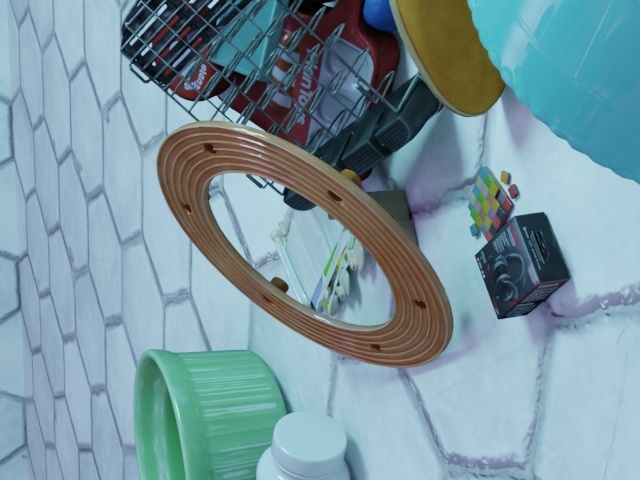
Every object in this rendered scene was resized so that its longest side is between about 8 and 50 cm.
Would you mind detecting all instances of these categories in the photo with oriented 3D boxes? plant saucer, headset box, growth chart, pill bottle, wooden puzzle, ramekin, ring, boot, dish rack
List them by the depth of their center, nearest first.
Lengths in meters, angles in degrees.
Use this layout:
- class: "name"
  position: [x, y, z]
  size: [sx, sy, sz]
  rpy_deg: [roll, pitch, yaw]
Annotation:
- class: "boot"
  position: [0.150, -0.228, 0.838]
  size: [0.211, 0.104, 0.295]
  rpy_deg: [7, 120, 47]
- class: "headset box"
  position: [0.166, 0.020, 0.939]
  size: [0.083, 0.032, 0.062]
  rpy_deg: [125, 132, -58]
- class: "wooden puzzle"
  position: [0.146, -0.031, 0.998]
  size: [0.083, 0.006, 0.049]
  rpy_deg: [107, 146, -42]
- class: "dish rack"
  position: [-0.046, -0.153, 1.057]
  size: [0.208, 0.271, 0.074]
  rpy_deg: [-34, 22, 45]
- class: "plant saucer"
  position: [-0.060, -0.239, 1.073]
  size: [0.067, 0.018, 0.192]
  rpy_deg: [23, 126, 9]
- class: "ring"
  position: [-0.016, 0.005, 1.111]
  size: [0.337, 0.032, 0.336]
  rpy_deg: [29, 153, 17]
- class: "growth chart"
  position: [0.000, 0.000, 1.307]
  size: [0.172, 0.021, 0.237]
  rpy_deg: [69, 152, 26]
- class: "pill bottle"
  position: [-0.023, 0.295, 1.331]
  size: [0.112, 0.112, 0.186]
  rpy_deg: [-127, 38, -47]
- class: "ramekin"
  position: [-0.143, 0.287, 1.523]
  size: [0.303, 0.148, 0.303]
  rpy_deg: [174, 90, -69]

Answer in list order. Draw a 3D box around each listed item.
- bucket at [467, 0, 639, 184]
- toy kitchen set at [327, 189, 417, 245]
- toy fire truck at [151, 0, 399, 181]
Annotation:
- class: "bucket"
  position: [0.207, -0.163, 0.533]
  size: [0.183, 0.281, 0.281]
  rpy_deg: [114, 141, -57]
- class: "toy kitchen set"
  position: [0.046, 0.000, 1.142]
  size: [0.068, 0.075, 0.083]
  rpy_deg: [144, 119, -64]
- class: "toy fire truck"
  position: [-0.018, -0.229, 1.157]
  size: [0.254, 0.169, 0.302]
  rpy_deg: [35, 131, 25]
